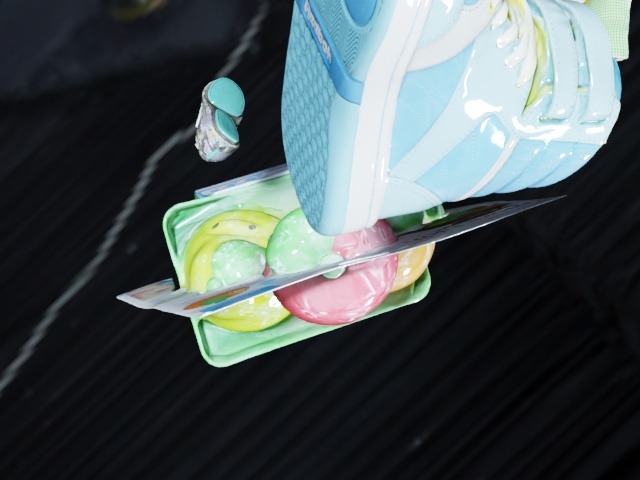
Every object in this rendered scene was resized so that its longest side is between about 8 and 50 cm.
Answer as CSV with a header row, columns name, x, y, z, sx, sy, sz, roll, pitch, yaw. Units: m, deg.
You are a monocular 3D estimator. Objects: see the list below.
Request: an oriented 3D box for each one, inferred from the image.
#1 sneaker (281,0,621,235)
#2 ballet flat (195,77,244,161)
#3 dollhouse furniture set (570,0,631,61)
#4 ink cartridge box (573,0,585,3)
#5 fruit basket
name,x,y,z,sx,sy,sz,roll,pitch,yaw
sneaker,0.096,-0.133,0.953,0.319,0.208,0.127,106,151,-57
ballet flat,-0.086,-0.096,1.331,0.041,0.041,0.114,46,-161,-22
dollhouse furniture set,0.172,-0.155,1.237,0.059,0.076,0.152,21,157,-20
ink cartridge box,0.243,-0.317,1.806,0.091,0.308,0.385,8,165,-24
fruit basket,0.000,0.000,1.449,0.353,0.327,0.165,161,92,-74
